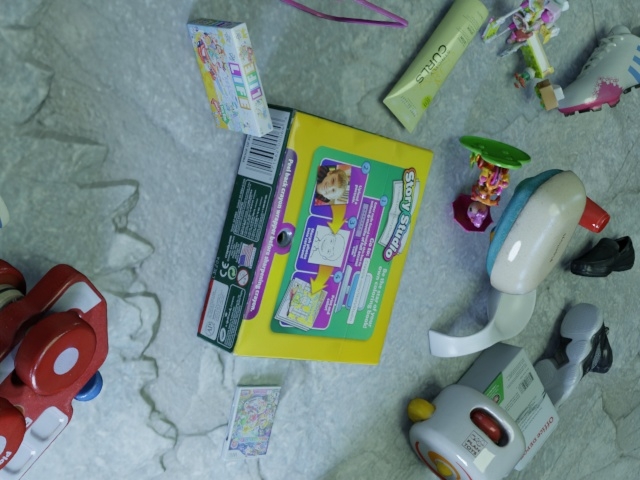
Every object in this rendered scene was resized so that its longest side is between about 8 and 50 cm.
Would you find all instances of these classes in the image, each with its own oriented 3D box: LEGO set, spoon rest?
[{"bbox_3d":[0.359,-0.339,1.734,0.107,0.132,0.287,-33,148,-11],"label":"LEGO set"},{"bbox_3d":[0.330,0.149,1.869,0.276,0.084,0.137,-28,120,-33],"label":"spoon rest"}]

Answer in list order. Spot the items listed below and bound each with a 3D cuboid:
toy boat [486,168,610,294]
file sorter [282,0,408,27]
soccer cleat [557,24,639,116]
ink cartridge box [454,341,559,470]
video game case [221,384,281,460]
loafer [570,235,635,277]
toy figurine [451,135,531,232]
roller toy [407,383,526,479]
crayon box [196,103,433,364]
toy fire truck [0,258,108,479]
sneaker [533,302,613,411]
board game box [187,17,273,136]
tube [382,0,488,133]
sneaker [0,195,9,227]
[{"bbox_3d":[0.411,-0.036,1.819,0.318,0.148,0.267,-22,142,-46],"label":"toy boat"},{"bbox_3d":[0.043,-0.457,1.342,0.182,0.202,0.290,10,96,-47],"label":"file sorter"},{"bbox_3d":[0.565,-0.343,1.929,0.331,0.116,0.143,-25,103,-37],"label":"soccer cleat"},{"bbox_3d":[0.370,0.329,1.938,0.153,0.087,0.208,-44,118,-25],"label":"ink cartridge box"},{"bbox_3d":[-0.110,0.290,1.560,0.087,0.011,0.122,7,98,-44],"label":"video game case"},{"bbox_3d":[0.606,0.033,2.095,0.223,0.076,0.078,-10,104,-45],"label":"loafer"},{"bbox_3d":[0.290,-0.084,1.726,0.130,0.173,0.159,13,109,-5],"label":"toy figurine"},{"bbox_3d":[0.266,0.375,1.804,0.146,0.191,0.209,-45,129,-22],"label":"roller toy"},{"bbox_3d":[0.000,0.000,1.507,0.313,0.106,0.363,10,96,-45],"label":"crayon box"},{"bbox_3d":[-0.376,0.181,1.204,0.302,0.169,0.254,-51,155,-18],"label":"toy fire truck"},{"bbox_3d":[0.547,0.277,2.094,0.153,0.101,0.268,39,78,-45],"label":"sneaker"},{"bbox_3d":[-0.123,-0.222,1.327,0.026,0.103,0.154,-32,122,-31],"label":"board game box"},{"bbox_3d":[0.194,-0.298,1.627,0.070,0.062,0.240,35,81,-1],"label":"tube"},{"bbox_3d":[-0.433,-0.055,1.124,0.084,0.058,0.152,-49,126,-27],"label":"sneaker"}]
